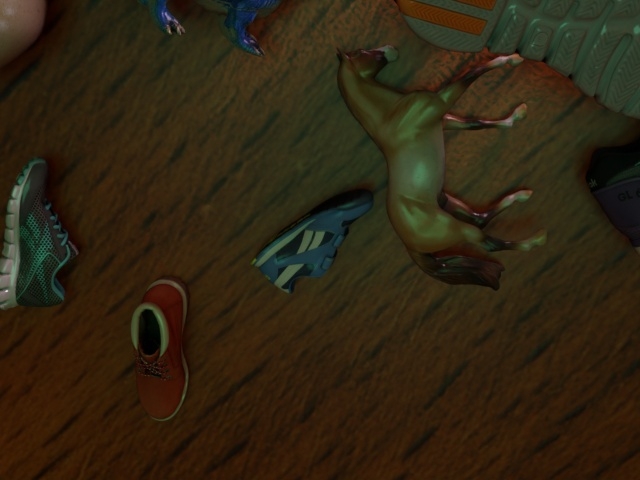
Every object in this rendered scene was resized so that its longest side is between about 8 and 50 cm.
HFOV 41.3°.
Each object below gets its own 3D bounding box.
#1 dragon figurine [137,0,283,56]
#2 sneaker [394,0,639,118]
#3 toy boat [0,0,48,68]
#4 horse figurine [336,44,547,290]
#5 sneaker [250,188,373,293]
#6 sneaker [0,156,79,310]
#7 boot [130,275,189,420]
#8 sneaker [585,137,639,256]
[{"bbox_3d":[-0.099,-0.255,0.754,0.289,0.085,0.144,11,113,-19],"label":"dragon figurine"},{"bbox_3d":[0.201,-0.214,0.726,0.321,0.180,0.124,16,121,-17],"label":"sneaker"},{"bbox_3d":[-0.432,-0.254,0.800,0.318,0.148,0.267,-24,105,3],"label":"toy boat"},{"bbox_3d":[0.118,-0.067,0.816,0.175,0.066,0.263,-9,100,2],"label":"horse figurine"},{"bbox_3d":[0.000,0.000,0.851,0.144,0.053,0.059,-34,97,21],"label":"sneaker"},{"bbox_3d":[-0.288,-0.004,0.882,0.076,0.065,0.166,9,108,-13],"label":"sneaker"},{"bbox_3d":[-0.172,0.124,0.881,0.059,0.084,0.157,4,105,3],"label":"boot"},{"bbox_3d":[0.373,-0.111,0.762,0.283,0.107,0.124,-39,91,13],"label":"sneaker"}]
